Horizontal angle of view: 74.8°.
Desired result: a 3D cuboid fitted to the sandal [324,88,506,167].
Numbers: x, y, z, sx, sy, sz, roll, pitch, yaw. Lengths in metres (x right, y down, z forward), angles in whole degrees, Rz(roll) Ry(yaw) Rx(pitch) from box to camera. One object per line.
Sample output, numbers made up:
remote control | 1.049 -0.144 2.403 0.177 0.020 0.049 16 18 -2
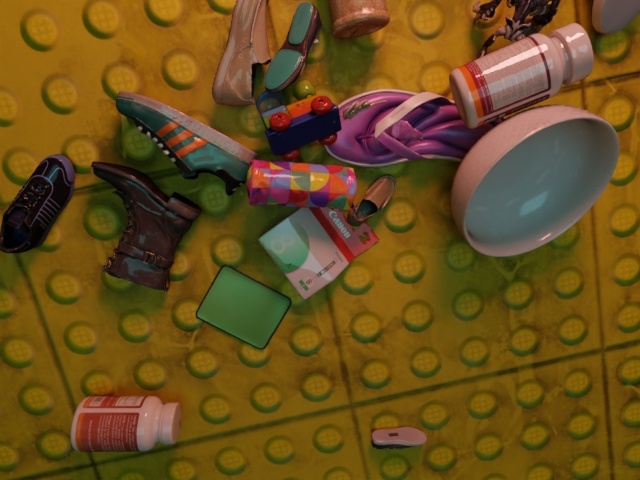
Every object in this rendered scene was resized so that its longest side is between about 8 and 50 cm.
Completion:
sandal | 0.213 -0.243 0.897 0.417 0.102 0.169 -2 101 -3

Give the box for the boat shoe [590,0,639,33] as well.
boat shoe | 0.593 -0.621 0.837 0.136 0.156 0.366 -18 131 -5

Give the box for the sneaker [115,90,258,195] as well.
sneaker | -0.290 -0.198 0.872 0.302 0.108 0.121 26 94 -10

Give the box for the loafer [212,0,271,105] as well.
loafer | -0.139 -0.399 0.852 0.092 0.102 0.268 20 108 -8

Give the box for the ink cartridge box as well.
ink cartridge box | 0.000 0.000 0.958 0.225 0.056 0.181 -35 101 5

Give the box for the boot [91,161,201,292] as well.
boot | -0.410 -0.024 0.907 0.263 0.091 0.228 30 97 -11

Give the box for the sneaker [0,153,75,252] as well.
sneaker | -0.602 -0.074 0.885 0.082 0.090 0.232 26 99 -8

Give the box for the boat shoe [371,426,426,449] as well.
boat shoe | 0.200 0.512 1.076 0.142 0.049 0.040 2 120 -2

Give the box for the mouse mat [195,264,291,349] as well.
mouse mat | -0.183 0.162 1.001 0.190 0.007 0.152 30 98 -7

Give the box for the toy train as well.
toy train | -0.007 -0.280 0.870 0.248 0.105 0.143 -23 58 -4

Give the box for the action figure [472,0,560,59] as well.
action figure | 0.389 -0.448 0.854 0.164 0.141 0.275 21 115 -5

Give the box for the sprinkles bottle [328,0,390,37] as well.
sprinkles bottle | 0.049 -0.594 0.809 0.121 0.121 0.354 -11 102 -1

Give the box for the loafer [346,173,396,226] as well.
loafer | 0.121 -0.088 0.944 0.056 0.050 0.148 40 88 -10

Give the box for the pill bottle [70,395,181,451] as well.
pill bottle | -0.445 0.426 0.977 0.216 0.121 0.121 2 101 -4

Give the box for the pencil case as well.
pencil case | -0.037 -0.111 0.884 0.237 0.104 0.104 5 101 -14

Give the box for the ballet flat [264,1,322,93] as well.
ballet flat | -0.050 -0.384 0.865 0.074 0.074 0.203 23 87 -8

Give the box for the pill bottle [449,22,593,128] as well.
pill bottle | 0.368 -0.306 0.785 0.221 0.121 0.121 -20 102 14

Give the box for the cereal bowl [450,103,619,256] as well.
cereal bowl | 0.420 -0.133 0.881 0.339 0.141 0.338 -12 133 -13
